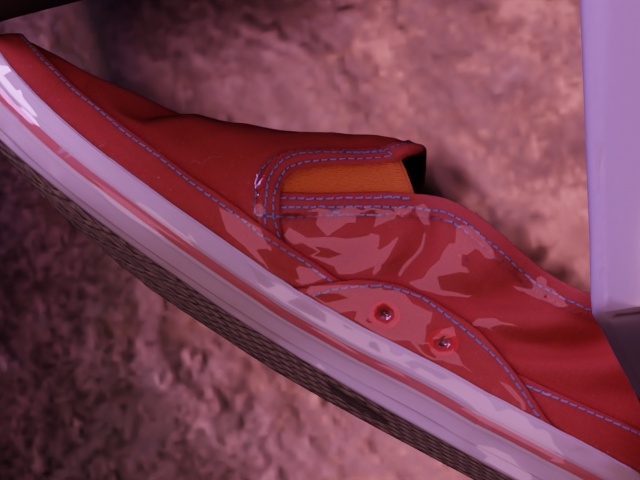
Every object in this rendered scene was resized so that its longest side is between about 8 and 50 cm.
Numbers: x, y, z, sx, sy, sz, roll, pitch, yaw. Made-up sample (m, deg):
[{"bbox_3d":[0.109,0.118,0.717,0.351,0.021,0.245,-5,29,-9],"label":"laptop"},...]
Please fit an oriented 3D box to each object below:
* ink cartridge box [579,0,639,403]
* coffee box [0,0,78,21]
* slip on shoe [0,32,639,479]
[{"bbox_3d":[0.165,-0.141,0.517,0.160,0.279,0.385,-4,76,15],"label":"ink cartridge box"},{"bbox_3d":[-0.101,-0.255,0.668,0.168,0.119,0.297,-19,84,-19],"label":"coffee box"},{"bbox_3d":[0.000,0.000,0.677,0.331,0.123,0.101,29,80,10],"label":"slip on shoe"}]
